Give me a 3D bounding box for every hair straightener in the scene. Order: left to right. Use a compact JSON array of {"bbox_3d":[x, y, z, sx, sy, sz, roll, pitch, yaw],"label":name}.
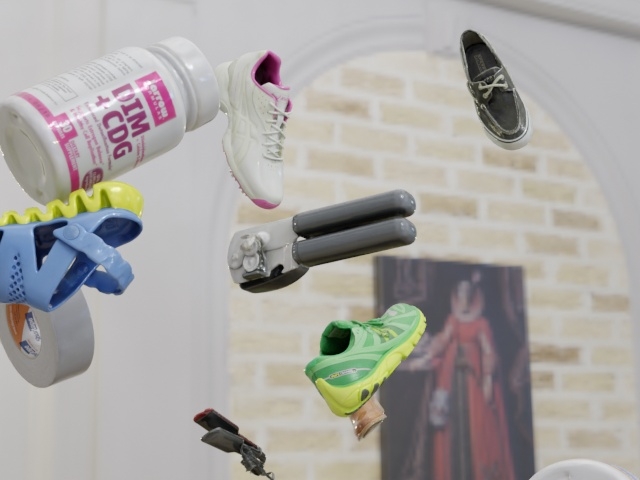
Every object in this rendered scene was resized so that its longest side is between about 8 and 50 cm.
[{"bbox_3d":[-0.136,0.363,1.966,0.047,0.089,0.230,-30,-39,5],"label":"hair straightener"}]

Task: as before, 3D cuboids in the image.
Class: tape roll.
[{"bbox_3d":[-0.470,0.134,1.966,0.072,0.219,0.219,-19,3,-40],"label":"tape roll"}]

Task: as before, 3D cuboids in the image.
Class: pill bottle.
[{"bbox_3d":[-0.289,-0.172,1.616,0.283,0.160,0.160,-32,7,-32],"label":"pill bottle"},{"bbox_3d":[0.316,0.333,1.356,0.152,0.152,0.272,-4,-13,18],"label":"pill bottle"}]

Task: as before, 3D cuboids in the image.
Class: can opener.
[{"bbox_3d":[0.000,0.000,1.464,0.280,0.074,0.093,-16,-25,33],"label":"can opener"}]

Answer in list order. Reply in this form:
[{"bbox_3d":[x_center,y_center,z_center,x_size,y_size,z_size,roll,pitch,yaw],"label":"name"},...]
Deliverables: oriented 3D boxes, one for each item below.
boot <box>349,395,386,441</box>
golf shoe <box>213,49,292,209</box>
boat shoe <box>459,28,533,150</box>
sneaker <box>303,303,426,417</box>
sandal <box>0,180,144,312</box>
[{"bbox_3d":[0.052,0.304,2.256,0.073,0.152,0.197,-43,-1,3],"label":"boot"},{"bbox_3d":[-0.109,-0.211,2.149,0.140,0.306,0.115,-25,-18,34],"label":"golf shoe"},{"bbox_3d":[0.269,-0.240,1.850,0.078,0.219,0.070,-26,-31,8],"label":"boat shoe"},{"bbox_3d":[0.072,0.157,1.808,0.109,0.123,0.295,-49,-6,32],"label":"sneaker"},{"bbox_3d":[-0.364,0.032,1.482,0.317,0.138,0.126,-20,-28,-6],"label":"sandal"}]
